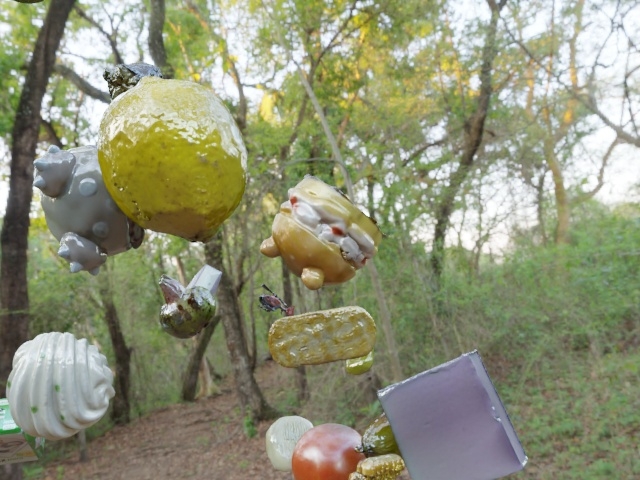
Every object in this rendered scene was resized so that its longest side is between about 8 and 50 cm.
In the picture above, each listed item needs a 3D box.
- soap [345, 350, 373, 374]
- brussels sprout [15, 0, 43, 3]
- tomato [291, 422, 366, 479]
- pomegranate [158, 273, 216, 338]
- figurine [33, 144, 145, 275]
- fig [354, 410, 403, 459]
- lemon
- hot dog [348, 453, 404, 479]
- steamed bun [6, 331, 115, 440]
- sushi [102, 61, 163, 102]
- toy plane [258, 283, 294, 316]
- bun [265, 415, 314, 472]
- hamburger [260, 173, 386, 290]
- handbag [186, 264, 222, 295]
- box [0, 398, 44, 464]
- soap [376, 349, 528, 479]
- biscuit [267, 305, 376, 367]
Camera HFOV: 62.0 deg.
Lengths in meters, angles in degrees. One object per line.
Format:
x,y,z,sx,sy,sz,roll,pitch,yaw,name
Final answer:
0.104,0.289,1.415,0.045,0.140,0.089,28,-40,-36,soap
-0.704,-0.650,1.280,0.181,0.101,0.139,-37,-33,9,brussels sprout
0.037,0.700,1.677,0.255,0.225,0.256,7,-3,0,tomato
-0.327,0.161,1.273,0.138,0.126,0.163,-33,-46,0,pomegranate
-0.416,-0.098,1.107,0.203,0.249,0.380,-2,19,23,figurine
0.175,0.567,1.501,0.170,0.146,0.274,-47,-28,23,fig
-0.252,-0.139,0.937,0.253,0.311,0.253,-22,-3,-1,lemon
0.120,0.483,1.113,0.045,0.071,0.165,40,12,38,hot dog
-0.435,0.245,0.880,0.182,0.183,0.106,-10,9,7,steamed bun
-0.441,-0.324,1.311,0.147,0.213,0.115,10,28,7,sushi
-0.135,0.190,1.600,0.145,0.060,0.037,37,-33,-30,toy plane
-0.102,0.717,1.846,0.178,0.193,0.128,6,-49,-24,bun
0.000,0.000,1.338,0.237,0.276,0.276,-52,-3,-8,hamburger
-0.348,0.157,1.546,0.095,0.117,0.173,32,-37,-8,handbag
-0.846,0.512,1.414,0.180,0.103,0.250,-2,-39,-16,box
0.323,0.466,1.347,0.285,0.296,0.107,-28,-19,22,soap
0.003,0.216,1.193,0.247,0.119,0.029,-10,-9,4,biscuit
